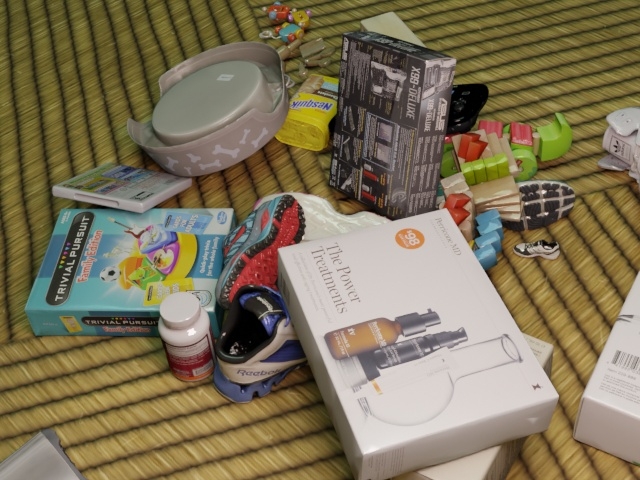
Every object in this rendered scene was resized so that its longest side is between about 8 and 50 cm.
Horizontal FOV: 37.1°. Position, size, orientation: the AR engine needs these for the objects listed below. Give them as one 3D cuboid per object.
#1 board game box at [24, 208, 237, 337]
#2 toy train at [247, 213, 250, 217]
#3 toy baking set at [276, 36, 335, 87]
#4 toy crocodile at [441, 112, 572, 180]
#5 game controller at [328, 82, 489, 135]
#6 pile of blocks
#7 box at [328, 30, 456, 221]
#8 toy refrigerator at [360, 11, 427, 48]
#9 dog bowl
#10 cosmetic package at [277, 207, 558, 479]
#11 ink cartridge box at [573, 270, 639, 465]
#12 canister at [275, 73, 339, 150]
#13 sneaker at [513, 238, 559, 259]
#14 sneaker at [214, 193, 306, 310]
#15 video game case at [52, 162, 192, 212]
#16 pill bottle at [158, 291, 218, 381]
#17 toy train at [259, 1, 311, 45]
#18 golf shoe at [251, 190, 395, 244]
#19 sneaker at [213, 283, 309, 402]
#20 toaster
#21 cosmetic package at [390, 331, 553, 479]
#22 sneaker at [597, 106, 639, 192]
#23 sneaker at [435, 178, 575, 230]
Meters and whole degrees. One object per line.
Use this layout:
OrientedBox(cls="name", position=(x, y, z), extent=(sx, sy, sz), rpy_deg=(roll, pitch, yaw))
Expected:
OrientedBox(cls="board game box", position=(-0.334, 0.054, 1.737), extent=(0.335, 0.079, 0.254), rpy_deg=(0, 46, 5))
OrientedBox(cls="toy train", position=(-0.101, -0.045, 1.849), extent=(0.083, 0.024, 0.017), rpy_deg=(-4, 46, 2))
OrientedBox(cls="toy baking set", position=(-0.080, -0.387, 2.132), extent=(0.256, 0.030, 0.196), rpy_deg=(-36, 31, -15))
OrientedBox(cls="toy crocodile", position=(0.325, -0.194, 1.898), extent=(0.340, 0.105, 0.115), rpy_deg=(1, 46, 7))
OrientedBox(cls="game controller", position=(0.175, -0.260, 1.913), extent=(0.319, 0.067, 0.166), rpy_deg=(1, 43, 31))
OrientedBox(cls="pile of blocks", position=(0.270, -0.060, 1.663), extent=(0.148, 0.113, 0.362), rpy_deg=(6, 60, 20))
OrientedBox(cls="box", position=(0.124, -0.211, 1.757), extent=(0.076, 0.308, 0.242), rpy_deg=(-10, 26, -34))
OrientedBox(cls="toy refrigerator", position=(0.180, -0.386, 2.101), extent=(0.094, 0.102, 0.269), rpy_deg=(-20, 48, -13))
OrientedBox(cls="dog bowl", position=(-0.220, -0.268, 1.965), extent=(0.348, 0.102, 0.349), rpy_deg=(-16, 39, 13))
OrientedBox(cls="cosmetic package", position=(0.125, 0.138, 1.382), extent=(0.284, 0.097, 0.377), rpy_deg=(-13, 49, -15))
OrientedBox(cls="ink cartridge box", position=(0.545, 0.207, 1.476), extent=(0.211, 0.122, 0.289), rpy_deg=(21, 51, 23))
OrientedBox(cls="canister", position=(-0.012, -0.277, 2.034), extent=(0.126, 0.073, 0.170), rpy_deg=(16, 48, 19))
OrientedBox(cls="sneaker", position=(0.394, 0.011, 1.741), extent=(0.083, 0.037, 0.032), rpy_deg=(3, 48, 10))
OrientedBox(cls="sneaker", position=(-0.121, 0.032, 1.658), extent=(0.125, 0.104, 0.262), rpy_deg=(-13, 32, 38))
OrientedBox(cls="video game case", position=(-0.385, -0.106, 1.872), extent=(0.193, 0.023, 0.212), rpy_deg=(11, 21, 16))
OrientedBox(cls="pill bottle", position=(-0.220, 0.157, 1.575), extent=(0.086, 0.152, 0.086), rpy_deg=(-3, 45, 3))
OrientedBox(cls="toy train", position=(-0.087, -0.514, 2.293), extent=(0.125, 0.046, 0.166), rpy_deg=(2, 43, 9))
OrientedBox(cls="golf shoe", position=(0.000, 0.000, 1.739), extent=(0.306, 0.115, 0.140), rpy_deg=(14, 52, 20))
OrientedBox(cls="sneaker", position=(-0.044, 0.129, 1.542), extent=(0.315, 0.182, 0.127), rpy_deg=(-33, 62, -14))
OrientedBox(cls="toaster", position=(-0.405, 0.383, 1.391), extent=(0.146, 0.129, 0.227), rpy_deg=(-35, 54, -23))
OrientedBox(cls="cosmetic package", position=(0.228, 0.279, 1.418), extent=(0.129, 0.153, 0.296), rpy_deg=(21, 50, 24))
OrientedBox(cls="sneaker", position=(0.616, -0.129, 1.793), extent=(0.210, 0.137, 0.366), rpy_deg=(19, 45, 23))
OrientedBox(cls="sneaker", position=(0.340, -0.087, 1.801), extent=(0.275, 0.107, 0.110), rpy_deg=(-2, 37, 4))
